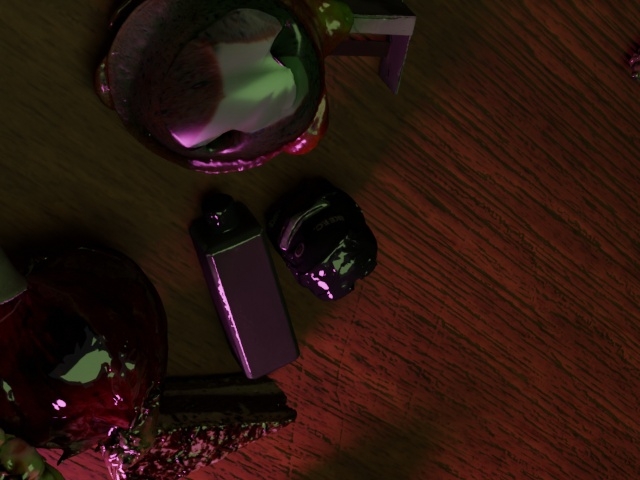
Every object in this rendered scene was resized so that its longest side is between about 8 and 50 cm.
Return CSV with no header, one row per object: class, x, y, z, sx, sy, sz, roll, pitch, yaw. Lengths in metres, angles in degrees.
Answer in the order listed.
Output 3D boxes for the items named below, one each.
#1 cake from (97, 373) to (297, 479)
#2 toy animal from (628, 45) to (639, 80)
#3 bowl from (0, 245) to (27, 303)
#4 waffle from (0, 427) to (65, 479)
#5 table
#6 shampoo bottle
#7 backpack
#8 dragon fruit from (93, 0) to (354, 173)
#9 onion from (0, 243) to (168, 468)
cake,-0.166,0.254,1.954,0.246,0.112,0.135,-2,122,-28
toy animal,0.506,-0.249,1.978,0.220,0.086,0.069,-12,122,-18
bowl,-0.467,0.001,1.576,0.313,0.313,0.146,-9,103,-20
waffle,-0.422,0.261,1.751,0.297,0.073,0.317,15,152,9
table,0.032,-0.261,1.771,0.146,0.062,0.175,-2,122,-24
shampoo bottle,-0.096,0.051,1.883,0.079,0.080,0.246,-24,126,-12
backpack,0.003,-0.002,1.848,0.106,0.165,0.120,41,93,-26
dragon fruit,-0.104,-0.192,1.674,0.295,0.130,0.268,-23,115,10
onion,-0.308,0.128,1.748,0.281,0.221,0.281,-3,101,-17
